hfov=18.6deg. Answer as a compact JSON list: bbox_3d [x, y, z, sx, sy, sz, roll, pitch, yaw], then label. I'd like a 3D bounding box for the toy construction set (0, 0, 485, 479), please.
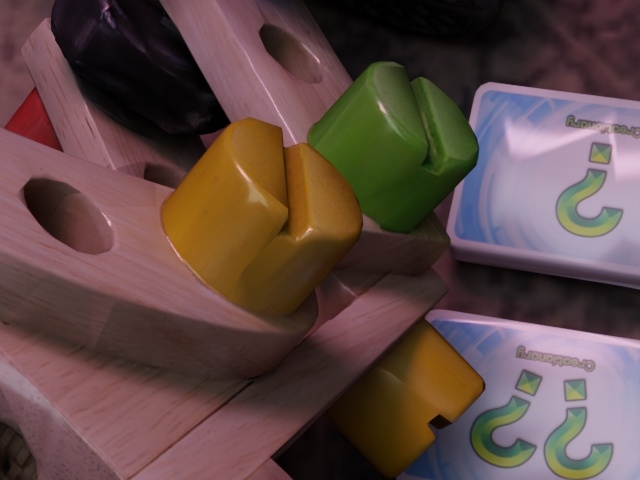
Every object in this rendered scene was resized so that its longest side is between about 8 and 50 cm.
[{"bbox_3d":[0.000,0.000,0.422,0.237,0.257,0.309,44,91,12],"label":"toy construction set"}]

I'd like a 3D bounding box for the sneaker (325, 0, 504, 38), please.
[{"bbox_3d":[-0.028,-0.157,0.583,0.227,0.087,0.130,22,75,16],"label":"sneaker"}]

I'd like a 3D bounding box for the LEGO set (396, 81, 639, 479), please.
[{"bbox_3d":[0.135,0.057,0.483,0.244,0.060,0.182,10,77,16],"label":"LEGO set"}]
